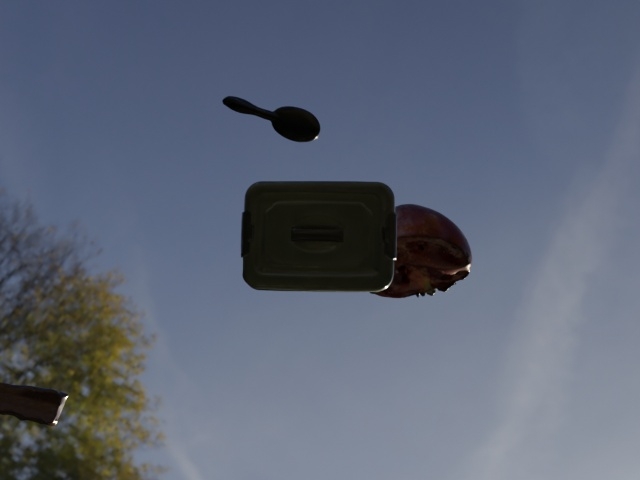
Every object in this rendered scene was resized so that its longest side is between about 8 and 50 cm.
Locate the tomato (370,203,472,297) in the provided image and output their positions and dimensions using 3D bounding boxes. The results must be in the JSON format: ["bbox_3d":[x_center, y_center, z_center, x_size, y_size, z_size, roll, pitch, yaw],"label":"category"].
[{"bbox_3d":[0.123,0.005,1.400,0.159,0.091,0.139,-15,-40,27],"label":"tomato"}]

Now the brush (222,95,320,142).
[{"bbox_3d":[-0.035,-0.088,0.750,0.083,0.024,0.008,20,7,26],"label":"brush"}]

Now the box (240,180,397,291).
[{"bbox_3d":[0.000,0.000,1.192,0.172,0.124,0.093,2,-8,4],"label":"box"}]

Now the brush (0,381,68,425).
[{"bbox_3d":[-0.334,0.085,0.774,0.301,0.084,0.071,16,-24,-5],"label":"brush"}]
